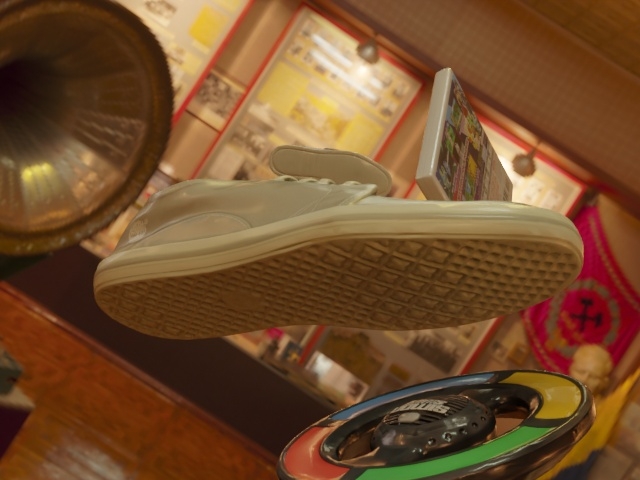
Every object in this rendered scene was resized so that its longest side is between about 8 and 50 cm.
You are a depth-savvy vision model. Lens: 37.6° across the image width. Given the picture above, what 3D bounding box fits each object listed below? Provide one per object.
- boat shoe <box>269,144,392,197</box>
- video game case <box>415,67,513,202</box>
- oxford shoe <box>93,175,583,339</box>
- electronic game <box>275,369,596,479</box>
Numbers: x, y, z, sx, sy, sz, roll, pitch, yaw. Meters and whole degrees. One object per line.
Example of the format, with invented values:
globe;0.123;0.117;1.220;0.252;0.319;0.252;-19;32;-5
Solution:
boat shoe;0.011;-0.070;0.942;0.125;0.046;0.038;10;8;8
video game case;0.163;-0.064;1.037;0.183;0.023;0.201;55;33;-31
oxford shoe;0.000;0.000;0.829;0.449;0.130;0.169;-5;-37;25
electronic game;0.080;0.137;0.670;0.229;0.229;0.048;-131;-153;-84
